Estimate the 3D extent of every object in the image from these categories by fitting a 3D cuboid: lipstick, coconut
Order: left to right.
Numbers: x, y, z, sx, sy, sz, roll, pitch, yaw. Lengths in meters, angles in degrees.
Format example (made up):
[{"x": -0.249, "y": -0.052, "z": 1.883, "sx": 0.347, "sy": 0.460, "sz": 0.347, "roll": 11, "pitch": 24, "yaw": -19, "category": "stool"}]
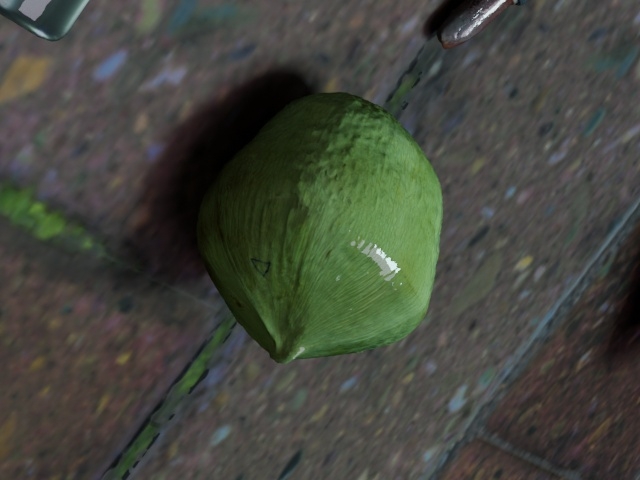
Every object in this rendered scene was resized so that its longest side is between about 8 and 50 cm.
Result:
[{"x": 0.000, "y": 0.000, "z": 0.674, "sx": 0.088, "sy": 0.087, "sz": 0.096, "roll": 79, "pitch": 27, "yaw": -54, "category": "coconut"}, {"x": 0.083, "y": -0.106, "z": 0.729, "sx": 0.107, "sy": 0.025, "sz": 0.025, "roll": -41, "pitch": 150, "yaw": -5, "category": "lipstick"}]

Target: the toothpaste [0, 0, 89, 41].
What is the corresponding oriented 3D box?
[{"x": -0.019, "y": -0.160, "z": 0.514, "sx": 0.239, "sy": 0.039, "sz": 0.062, "roll": -57, "pitch": 143, "yaw": 5, "category": "toothpaste"}]
